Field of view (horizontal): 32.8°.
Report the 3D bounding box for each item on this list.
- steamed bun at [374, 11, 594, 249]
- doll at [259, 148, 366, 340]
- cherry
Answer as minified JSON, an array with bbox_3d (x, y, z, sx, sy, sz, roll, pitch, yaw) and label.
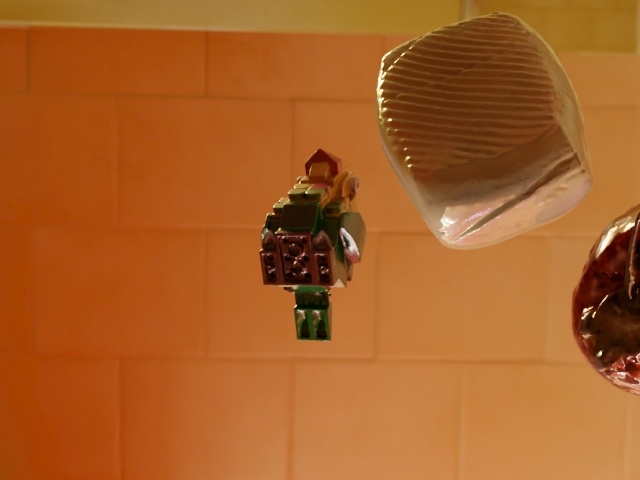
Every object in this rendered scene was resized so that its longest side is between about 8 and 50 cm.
[{"bbox_3d":[0.148,-0.083,0.963,0.239,0.170,0.152,-99,164,-45],"label":"steamed bun"},{"bbox_3d":[-0.002,-0.006,1.168,0.134,0.106,0.186,69,27,-45],"label":"doll"},{"bbox_3d":[0.330,0.045,1.020,0.249,0.175,0.192,-33,131,-67],"label":"cherry"}]
